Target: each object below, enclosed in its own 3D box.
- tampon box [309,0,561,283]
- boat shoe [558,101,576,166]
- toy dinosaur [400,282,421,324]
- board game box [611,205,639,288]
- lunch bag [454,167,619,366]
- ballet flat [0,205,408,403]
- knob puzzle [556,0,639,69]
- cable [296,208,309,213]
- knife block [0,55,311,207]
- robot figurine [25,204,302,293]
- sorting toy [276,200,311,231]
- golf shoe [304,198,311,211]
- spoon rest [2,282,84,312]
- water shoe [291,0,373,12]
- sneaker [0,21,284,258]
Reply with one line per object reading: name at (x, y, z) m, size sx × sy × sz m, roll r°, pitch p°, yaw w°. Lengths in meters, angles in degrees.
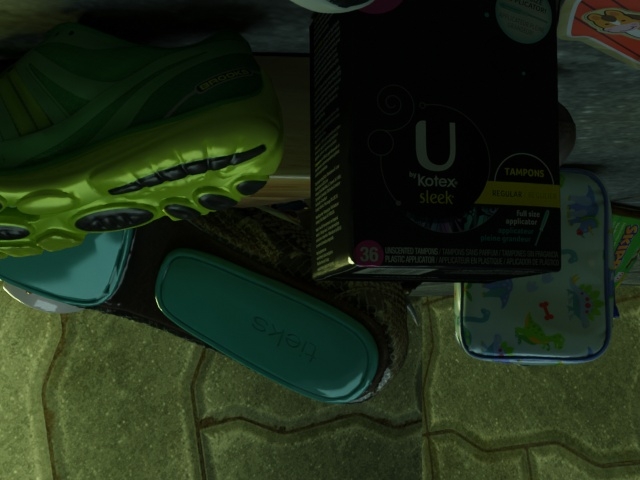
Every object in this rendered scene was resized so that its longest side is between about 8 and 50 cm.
tampon box at (0.061, -0.059, 0.569) m, size 0.121 × 0.160 × 0.101 m, roll 1°, pitch 174°, yaw -14°
boat shoe at (0.104, -0.055, 0.844) m, size 0.097 × 0.116 × 0.324 m, roll 5°, pitch 167°, yaw -11°
toy dinosaur at (0.142, 0.009, 1.518) m, size 0.160 × 0.121 × 0.313 m, roll 2°, pitch 143°, yaw -37°
board game box at (0.366, 0.007, 1.372) m, size 0.259 × 0.124 × 0.039 m, roll 8°, pitch -150°, yaw -40°
lunch bag at (0.237, 0.030, 1.101) m, size 0.176 × 0.218 × 0.090 m, roll -1°, pitch 174°, yaw 6°
ballet flat at (-0.144, -0.004, 0.899) m, size 0.483 × 0.164 × 0.182 m, roll 23°, pitch -151°, yaw -1°
knob puzzle at (0.219, -0.125, 0.545) m, size 0.213 × 0.029 × 0.213 m, roll 1°, pitch 174°, yaw 0°
cable at (-0.020, 0.022, 1.333) m, size 0.257 × 0.089 × 0.257 m, roll 4°, pitch -165°, yaw 30°
knife block at (-0.102, -0.082, 0.704) m, size 0.276 × 0.088 × 0.242 m, roll -4°, pitch 173°, yaw 44°
robot figurine at (-0.167, -0.016, 1.064) m, size 0.291 × 0.085 × 0.211 m, roll -6°, pitch -144°, yaw 5°
sorting toy at (0.000, 0.000, 1.154) m, size 0.196 × 0.047 × 0.348 m, roll -21°, pitch -161°, yaw -33°
golf shoe at (0.036, -0.061, 1.077) m, size 0.186 × 0.067 × 0.086 m, roll 8°, pitch 143°, yaw 53°
spoon rest at (-0.272, 0.019, 1.262) m, size 0.137 × 0.084 × 0.276 m, roll -44°, pitch 176°, yaw 37°
water shoe at (0.008, -0.130, 0.329) m, size 0.080 × 0.072 × 0.203 m, roll -4°, pitch 173°, yaw 21°
sneaker at (-0.170, -0.066, 0.632) m, size 0.296 × 0.123 × 0.109 m, roll -8°, pitch 151°, yaw 3°
